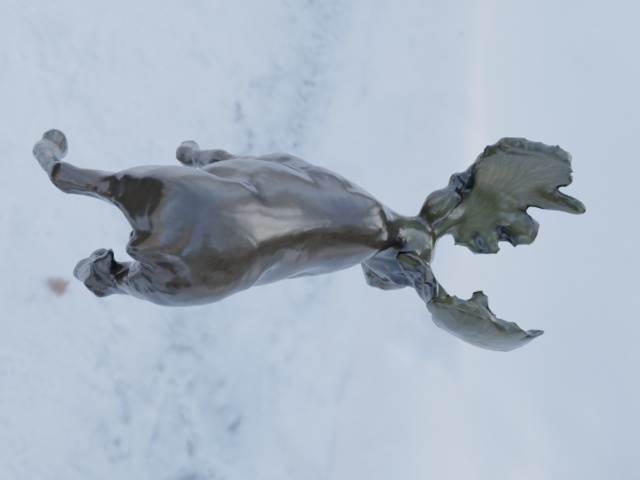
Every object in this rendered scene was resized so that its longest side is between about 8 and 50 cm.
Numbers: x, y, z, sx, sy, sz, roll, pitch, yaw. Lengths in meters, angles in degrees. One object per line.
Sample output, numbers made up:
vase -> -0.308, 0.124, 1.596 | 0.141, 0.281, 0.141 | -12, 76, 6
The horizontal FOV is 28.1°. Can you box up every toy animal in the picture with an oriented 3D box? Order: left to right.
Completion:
toy animal -> 0.000, 0.000, 0.559 | 0.214, 0.186, 0.094 | -7, 100, -53
